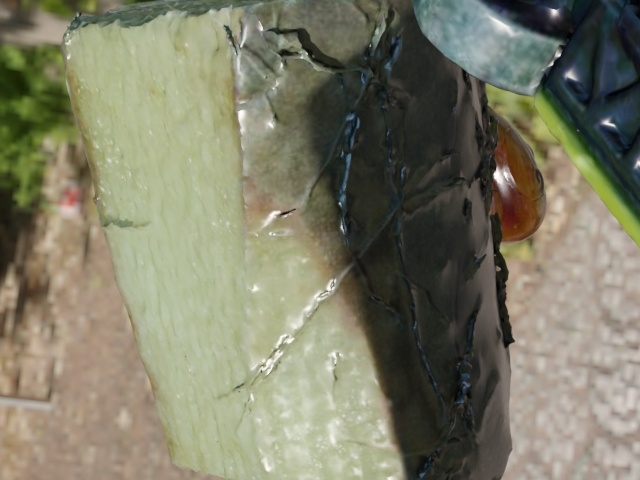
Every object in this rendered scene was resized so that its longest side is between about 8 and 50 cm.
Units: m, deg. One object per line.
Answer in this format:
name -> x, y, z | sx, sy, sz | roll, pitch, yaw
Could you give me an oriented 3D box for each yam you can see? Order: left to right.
yam -> 0.002, -0.001, 0.876 | 0.202, 0.201, 0.271 | 11, 112, 48

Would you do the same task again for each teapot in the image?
teapot -> 0.134, -0.061, 1.351 | 0.098, 0.078, 0.129 | -14, 106, 56

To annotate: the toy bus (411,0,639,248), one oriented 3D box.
toy bus -> 0.123, -0.057, 0.386 | 0.262, 0.150, 0.128 | 60, 135, 36
